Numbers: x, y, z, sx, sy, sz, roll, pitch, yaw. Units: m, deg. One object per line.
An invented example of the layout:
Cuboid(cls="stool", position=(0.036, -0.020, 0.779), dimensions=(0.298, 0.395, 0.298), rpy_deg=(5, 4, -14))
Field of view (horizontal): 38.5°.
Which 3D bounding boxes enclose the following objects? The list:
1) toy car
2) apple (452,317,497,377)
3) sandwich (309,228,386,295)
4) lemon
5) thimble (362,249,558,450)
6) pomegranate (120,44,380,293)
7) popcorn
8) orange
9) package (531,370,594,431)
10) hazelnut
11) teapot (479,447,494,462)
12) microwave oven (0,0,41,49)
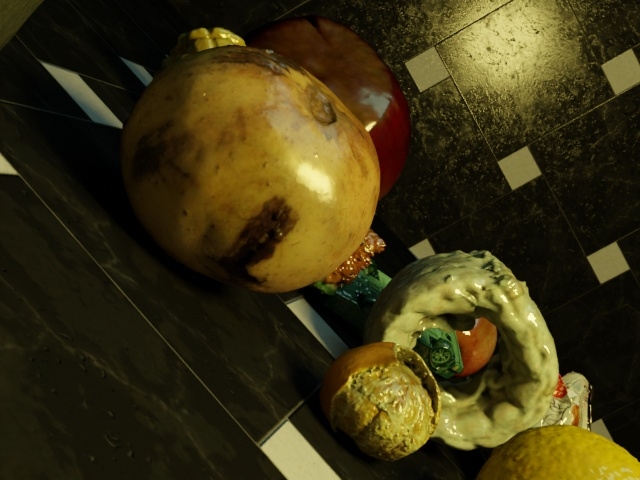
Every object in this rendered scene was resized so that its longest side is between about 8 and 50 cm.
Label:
Cuboid(cls="toy car", position=(0.122, 0.132, 1.640), dimensions=(0.320, 0.097, 0.141), rpy_deg=(33, 29, -26))
Cuboid(cls="apple", position=(0.282, 0.201, 1.925), dimensions=(0.181, 0.181, 0.168), rpy_deg=(45, 31, -6))
Cuboid(cls="sandwich", position=(-0.005, -0.004, 1.525), dimensions=(0.109, 0.160, 0.185), rpy_deg=(49, 1, -42))
Cuboid(cls="lemon", position=(0.300, 0.354, 1.104), dimensions=(0.267, 0.267, 0.267), rpy_deg=(45, 9, -9))
Cuboid(cls="thimble", position=(0.208, 0.156, 1.388), dimensions=(0.291, 0.291, 0.195), rpy_deg=(45, 9, -9))
Cuboid(cls="pomegranate", position=(-0.086, -0.085, 1.124), dimensions=(0.322, 0.322, 0.322), rpy_deg=(45, 9, -9))
Cuboid(cls="popcorn", position=(-0.209, -0.256, 1.605), dimensions=(0.203, 0.226, 0.200), rpy_deg=(3, 32, -6))
Cuboid(cls="orange", position=(0.076, 0.194, 1.122), dimensions=(0.156, 0.134, 0.156), rpy_deg=(34, 5, -4))
Cuboid(cls="package", position=(0.372, 0.317, 1.442), dimensions=(0.194, 0.269, 0.071), rpy_deg=(26, -24, -30))
Cuboid(cls="hazelnut", position=(-0.031, -0.235, 1.837), dimensions=(0.429, 0.402, 0.402), rpy_deg=(47, 9, 15))
Cuboid(cls="teapot", position=(0.329, 0.357, 1.574), dimensions=(0.298, 0.139, 0.204), rpy_deg=(50, -18, 40))
Cuboid(cls="microwave oven", position=(-0.317, -0.299, 0.734), dimensions=(0.236, 0.374, 0.432), rpy_deg=(43, 5, -17))
